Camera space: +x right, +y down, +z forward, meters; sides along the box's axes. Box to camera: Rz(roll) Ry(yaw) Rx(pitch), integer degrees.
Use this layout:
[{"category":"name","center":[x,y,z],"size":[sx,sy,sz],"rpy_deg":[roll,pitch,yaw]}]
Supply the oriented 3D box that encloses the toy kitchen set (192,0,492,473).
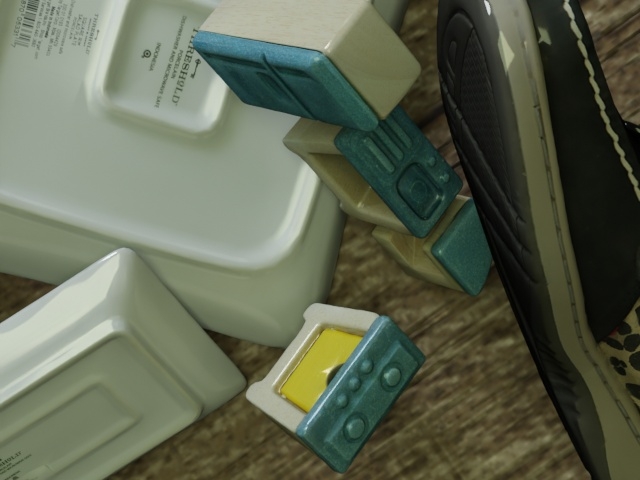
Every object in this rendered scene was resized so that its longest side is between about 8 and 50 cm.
[{"category":"toy kitchen set","center":[0.000,0.000,0.929],"size":[0.166,0.122,0.207],"rpy_deg":[-53,123,-15]}]

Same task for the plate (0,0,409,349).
[{"category":"plate","center":[-0.087,-0.099,0.984],"size":[0.278,0.045,0.277],"rpy_deg":[16,91,-20]}]

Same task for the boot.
[{"category":"boot","center":[0.230,-0.021,0.893],"size":[0.284,0.138,0.377],"rpy_deg":[-23,123,2]}]

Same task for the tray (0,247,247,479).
[{"category":"tray","center":[-0.181,0.122,1.007],"size":[0.270,0.145,0.030],"rpy_deg":[-33,45,5]}]
